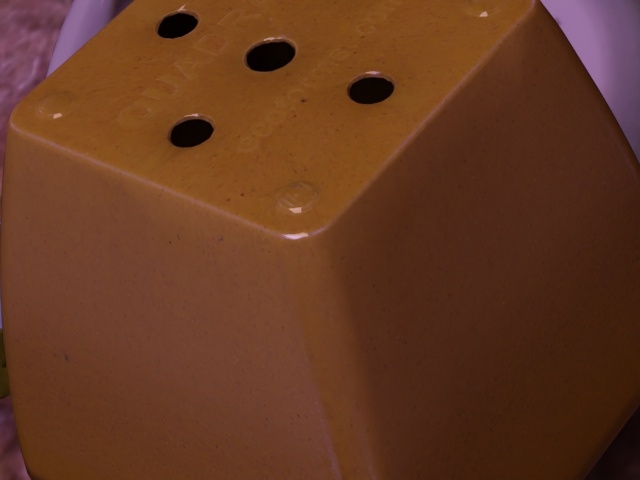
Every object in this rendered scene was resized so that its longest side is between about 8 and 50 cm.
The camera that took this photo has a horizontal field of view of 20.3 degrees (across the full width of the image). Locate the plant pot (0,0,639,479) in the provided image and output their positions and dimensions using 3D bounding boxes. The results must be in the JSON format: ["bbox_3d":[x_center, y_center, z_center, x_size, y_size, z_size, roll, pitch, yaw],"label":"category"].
[{"bbox_3d":[0.000,0.000,0.689,0.212,0.187,0.212,22,55,32],"label":"plant pot"}]

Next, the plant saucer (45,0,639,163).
[{"bbox_3d":[0.050,-0.079,0.922,0.401,0.100,0.400,-11,60,20],"label":"plant saucer"}]

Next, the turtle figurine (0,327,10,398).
[{"bbox_3d":[-0.269,0.071,0.975,0.217,0.087,0.269,8,75,32],"label":"turtle figurine"}]

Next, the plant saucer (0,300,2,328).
[{"bbox_3d":[-0.175,0.023,1.022,0.067,0.018,0.192,36,81,36],"label":"plant saucer"}]
